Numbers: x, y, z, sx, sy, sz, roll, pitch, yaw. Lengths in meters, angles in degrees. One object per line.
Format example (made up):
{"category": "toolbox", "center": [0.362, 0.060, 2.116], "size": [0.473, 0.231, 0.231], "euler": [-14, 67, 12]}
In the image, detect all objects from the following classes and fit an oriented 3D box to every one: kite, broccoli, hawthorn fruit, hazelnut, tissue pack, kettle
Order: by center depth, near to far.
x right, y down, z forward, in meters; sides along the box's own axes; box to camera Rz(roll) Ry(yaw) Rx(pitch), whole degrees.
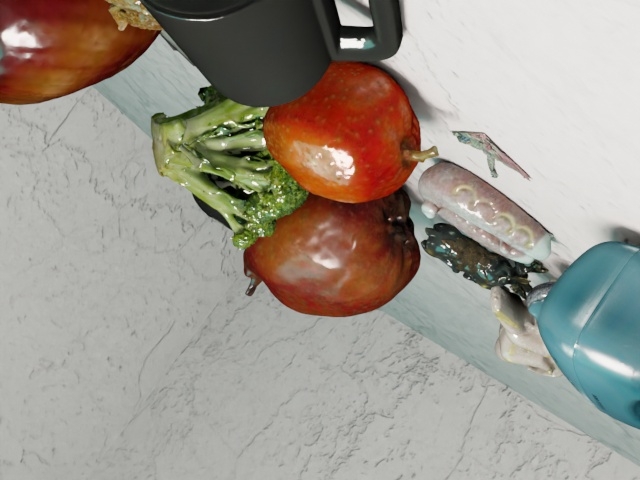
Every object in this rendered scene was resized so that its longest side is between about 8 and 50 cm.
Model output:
{"category": "kettle", "center": [-0.062, -0.294, 1.412], "size": [0.308, 0.262, 0.203], "euler": [53, -166, -72]}
{"category": "tissue pack", "center": [0.411, 0.127, 1.671], "size": [0.206, 0.198, 0.287], "euler": [31, 173, 33]}
{"category": "hawthorn fruit", "center": [0.049, -0.143, 1.712], "size": [0.253, 0.205, 0.205], "euler": [25, 168, 35]}
{"category": "kite", "center": [0.234, -0.116, 1.726], "size": [0.139, 0.011, 0.157], "euler": [36, 173, 20]}
{"category": "hazelnut", "center": [-0.440, -0.380, 1.945], "size": [0.421, 0.353, 0.421], "euler": [9, 172, 1]}
{"category": "broccoli", "center": [-0.130, -0.156, 2.052], "size": [0.283, 0.321, 0.304], "euler": [-3, 163, -26]}
{"category": "hawthorn fruit", "center": [0.018, -0.011, 2.263], "size": [0.324, 0.308, 0.308], "euler": [9, 157, 40]}

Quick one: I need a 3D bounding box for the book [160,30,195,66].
{"category": "book", "center": [-0.223, -0.349, 2.351], "size": [0.231, 0.026, 0.157], "euler": [31, 171, 43]}

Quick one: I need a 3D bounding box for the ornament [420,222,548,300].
{"category": "ornament", "center": [0.287, 0.030, 2.157], "size": [0.202, 0.080, 0.236], "euler": [32, 176, -9]}

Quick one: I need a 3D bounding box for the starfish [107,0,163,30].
{"category": "starfish", "center": [-0.193, -0.331, 1.660], "size": [0.375, 0.094, 0.327], "euler": [10, 158, 8]}

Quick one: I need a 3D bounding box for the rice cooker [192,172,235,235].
{"category": "rice cooker", "center": [-0.124, -0.120, 2.471], "size": [0.224, 0.267, 0.267], "euler": [34, 174, -19]}

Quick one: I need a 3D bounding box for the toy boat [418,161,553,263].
{"category": "toy boat", "center": [0.244, -0.030, 1.930], "size": [0.227, 0.085, 0.155], "euler": [37, 174, -3]}

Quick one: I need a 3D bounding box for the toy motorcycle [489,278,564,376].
{"category": "toy motorcycle", "center": [0.386, 0.154, 2.102], "size": [0.223, 0.108, 0.340], "euler": [-11, 149, 26]}
